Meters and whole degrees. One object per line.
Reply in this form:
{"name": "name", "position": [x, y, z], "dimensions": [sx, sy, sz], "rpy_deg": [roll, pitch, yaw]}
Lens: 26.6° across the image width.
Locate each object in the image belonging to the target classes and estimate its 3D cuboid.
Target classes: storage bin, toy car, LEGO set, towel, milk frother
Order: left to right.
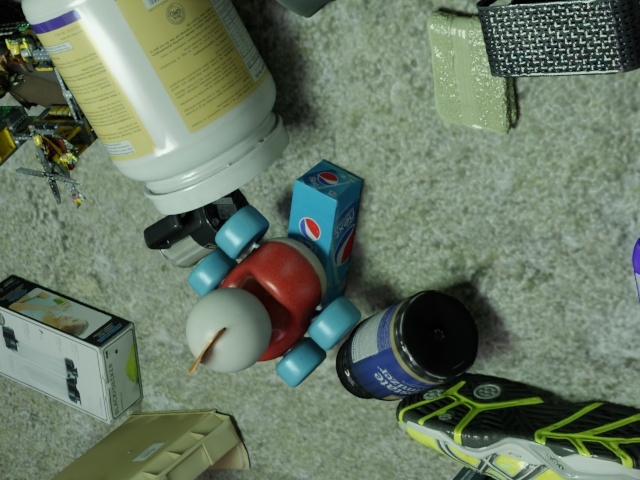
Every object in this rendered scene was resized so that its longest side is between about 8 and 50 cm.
{"name": "LEGO set", "position": [-0.464, -0.179, 1.867], "dimensions": [0.331, 0.192, 0.255], "rpy_deg": [9, 131, 24]}
{"name": "storage bin", "position": [-0.292, 0.397, 2.229], "dimensions": [0.260, 0.262, 0.123], "rpy_deg": [-9, 109, 42]}
{"name": "milk frother", "position": [-0.190, -0.052, 1.979], "dimensions": [0.135, 0.129, 0.143], "rpy_deg": [-29, 54, 46]}
{"name": "toy car", "position": [-0.114, 0.116, 1.813], "dimensions": [0.219, 0.238, 0.210], "rpy_deg": [45, 137, 7]}
{"name": "towel", "position": [0.179, -0.200, 1.614], "dimensions": [0.110, 0.027, 0.148], "rpy_deg": [12, 124, 33]}
{"name": "storage bin", "position": [0.272, -0.235, 1.445], "dimensions": [0.180, 0.122, 0.084], "rpy_deg": [2, 119, 38]}

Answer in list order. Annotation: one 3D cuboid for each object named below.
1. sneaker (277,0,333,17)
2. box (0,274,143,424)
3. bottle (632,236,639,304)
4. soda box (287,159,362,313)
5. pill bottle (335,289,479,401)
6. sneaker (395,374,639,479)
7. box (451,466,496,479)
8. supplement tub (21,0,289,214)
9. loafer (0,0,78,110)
{"name": "sneaker", "position": [-0.048, -0.376, 1.642], "dimensions": [0.118, 0.083, 0.222], "rpy_deg": [-28, 99, 46]}
{"name": "box", "position": [-0.450, 0.187, 2.342], "dimensions": [0.290, 0.087, 0.169], "rpy_deg": [18, 127, 30]}
{"name": "bottle", "position": [0.439, 0.117, 1.565], "dimensions": [0.118, 0.092, 0.283], "rpy_deg": [3, 119, 39]}
{"name": "soda box", "position": [0.000, 0.000, 1.864], "dimensions": [0.071, 0.067, 0.210], "rpy_deg": [27, 132, 23]}
{"name": "pill bottle", "position": [0.109, 0.149, 1.823], "dimensions": [0.123, 0.123, 0.219], "rpy_deg": [53, 150, -2]}
{"name": "sneaker", "position": [0.266, 0.284, 1.784], "dimensions": [0.384, 0.145, 0.147], "rpy_deg": [12, 125, 35]}
{"name": "box", "position": [0.227, 0.446, 1.892], "dimensions": [0.059, 0.183, 0.233], "rpy_deg": [-5, 113, 40]}
{"name": "supplement tub", "position": [-0.204, -0.226, 1.745], "dimensions": [0.241, 0.241, 0.331], "rpy_deg": [-9, 118, 42]}
{"name": "loafer", "position": [-0.447, -0.253, 2.012], "dimensions": [0.366, 0.134, 0.130], "rpy_deg": [25, 132, 24]}
